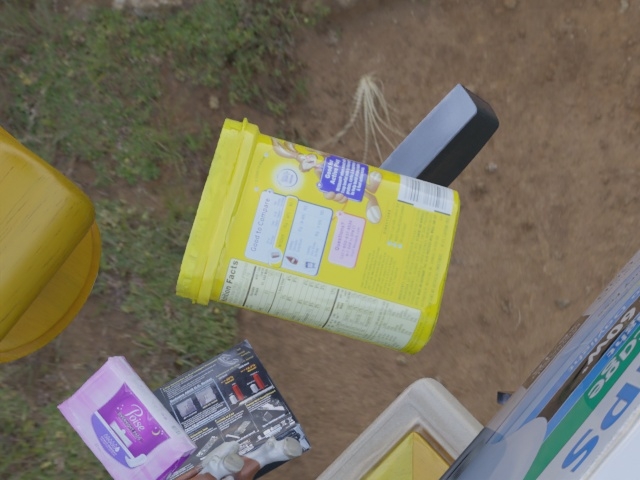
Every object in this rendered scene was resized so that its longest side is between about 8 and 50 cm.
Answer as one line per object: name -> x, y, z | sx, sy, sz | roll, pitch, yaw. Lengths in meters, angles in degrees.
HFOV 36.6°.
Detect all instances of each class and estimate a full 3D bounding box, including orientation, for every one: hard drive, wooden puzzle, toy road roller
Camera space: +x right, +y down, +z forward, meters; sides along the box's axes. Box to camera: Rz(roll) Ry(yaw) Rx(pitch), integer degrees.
hard drive -> 0.159, -0.114, 1.460 | 0.254, 0.172, 0.054 | -47, 69, 15
wooden puzzle -> 0.082, 0.270, 0.825 | 0.239, 0.044, 0.221 | -44, 68, -2
toy road roller -> -0.317, -0.040, 0.746 | 0.241, 0.329, 0.202 | 8, 59, 56

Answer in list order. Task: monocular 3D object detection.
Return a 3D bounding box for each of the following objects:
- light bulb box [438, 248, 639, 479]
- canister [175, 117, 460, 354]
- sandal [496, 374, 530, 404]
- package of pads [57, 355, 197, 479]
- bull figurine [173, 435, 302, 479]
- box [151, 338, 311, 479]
light bulb box -> 0.198, 0.183, 0.546 | 0.225, 0.361, 0.358 | 40, 90, 9
canister -> 0.000, 0.000, 0.661 | 0.170, 0.073, 0.126 | 16, 72, -5
sandal -> 0.405, 0.231, 1.568 | 0.255, 0.097, 0.054 | -7, 86, -7
package of pads -> -0.122, 0.119, 0.615 | 0.050, 0.032, 0.083 | -44, 75, 3
bull figurine -> -0.016, 0.313, 0.964 | 0.310, 0.101, 0.188 | 27, 120, -5
box -> -0.207, 0.338, 1.688 | 0.308, 0.076, 0.242 | -29, 41, -10
